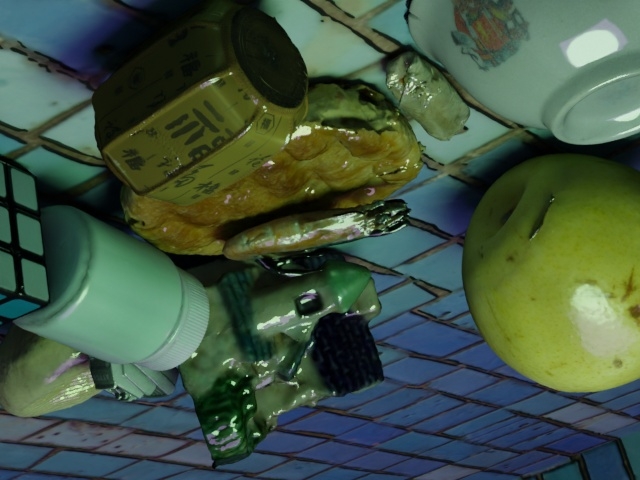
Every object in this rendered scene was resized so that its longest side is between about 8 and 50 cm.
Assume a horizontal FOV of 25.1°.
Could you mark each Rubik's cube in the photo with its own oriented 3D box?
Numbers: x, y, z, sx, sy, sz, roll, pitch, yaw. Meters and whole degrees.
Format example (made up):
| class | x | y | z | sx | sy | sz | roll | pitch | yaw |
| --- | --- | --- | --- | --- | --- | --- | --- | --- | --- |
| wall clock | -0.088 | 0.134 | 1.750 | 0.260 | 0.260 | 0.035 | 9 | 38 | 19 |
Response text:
| class | x | y | z | sx | sy | sz | roll | pitch | yaw |
| --- | --- | --- | --- | --- | --- | --- | --- | --- | --- |
| Rubik's cube | -0.387 | 0.003 | 1.446 | 0.162 | 0.163 | 0.160 | -20 | 157 | 23 |

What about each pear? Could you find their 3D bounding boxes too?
| class | x | y | z | sx | sy | sz | roll | pitch | yaw |
| --- | --- | --- | --- | --- | --- | --- | --- | --- | --- |
| pear | 0.318 | 0.036 | 1.793 | 0.309 | 0.309 | 0.309 | -12 | 157 | -5 |

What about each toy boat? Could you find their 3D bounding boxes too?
| class | x | y | z | sx | sy | sz | roll | pitch | yaw |
| --- | --- | --- | --- | --- | --- | --- | --- | --- | --- |
| toy boat | -0.273 | 0.112 | 1.698 | 0.078 | 0.085 | 0.260 | -9 | 137 | 42 |

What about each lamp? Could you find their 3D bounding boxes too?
| class | x | y | z | sx | sy | sz | roll | pitch | yaw |
| --- | --- | --- | --- | --- | --- | --- | --- | --- | --- |
| lamp | -0.110 | -0.126 | 1.323 | 0.185 | 0.161 | 0.161 | -28 | 154 | 35 |

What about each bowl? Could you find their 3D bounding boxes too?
| class | x | y | z | sx | sy | sz | roll | pitch | yaw |
| --- | --- | --- | --- | --- | --- | --- | --- | --- | --- |
| bowl | 0.269 | -0.194 | 1.392 | 0.345 | 0.157 | 0.345 | -13 | 158 | -5 |

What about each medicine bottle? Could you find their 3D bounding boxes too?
| class | x | y | z | sx | sy | sz | roll | pitch | yaw |
| --- | --- | --- | --- | --- | --- | --- | --- | --- | --- |
| medicine bottle | -0.234 | 0.058 | 1.575 | 0.139 | 0.139 | 0.225 | -25 | 150 | 23 |

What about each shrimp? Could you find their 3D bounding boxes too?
| class | x | y | z | sx | sy | sz | roll | pitch | yaw |
| --- | --- | --- | --- | --- | --- | --- | --- | --- | --- |
| shrimp | 0.000 | 0.000 | 1.624 | 0.219 | 0.046 | 0.152 | -13 | 165 | 8 |

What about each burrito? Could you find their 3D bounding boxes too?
| class | x | y | z | sx | sy | sz | roll | pitch | yaw |
| --- | --- | --- | --- | --- | --- | --- | --- | --- | --- |
| burrito | 0.116 | -0.150 | 1.542 | 0.058 | 0.045 | 0.188 | -18 | 159 | 19 |

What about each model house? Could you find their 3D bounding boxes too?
| class | x | y | z | sx | sy | sz | roll | pitch | yaw |
| --- | --- | --- | --- | --- | --- | --- | --- | --- | --- |
| model house | -0.050 | 0.123 | 1.820 | 0.284 | 0.243 | 0.298 | -23 | 172 | -5 |

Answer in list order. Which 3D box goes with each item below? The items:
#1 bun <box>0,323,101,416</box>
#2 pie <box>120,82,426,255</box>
| class | x | y | z | sx | sy | sz | roll | pitch | yaw |
| --- | --- | --- | --- | --- | --- | --- | --- | --- | --- |
| bun | -0.329 | 0.132 | 1.843 | 0.222 | 0.127 | 0.222 | -29 | 164 | -9 |
| pie | -0.058 | -0.072 | 1.581 | 0.339 | 0.083 | 0.339 | -12 | 160 | -4 |
